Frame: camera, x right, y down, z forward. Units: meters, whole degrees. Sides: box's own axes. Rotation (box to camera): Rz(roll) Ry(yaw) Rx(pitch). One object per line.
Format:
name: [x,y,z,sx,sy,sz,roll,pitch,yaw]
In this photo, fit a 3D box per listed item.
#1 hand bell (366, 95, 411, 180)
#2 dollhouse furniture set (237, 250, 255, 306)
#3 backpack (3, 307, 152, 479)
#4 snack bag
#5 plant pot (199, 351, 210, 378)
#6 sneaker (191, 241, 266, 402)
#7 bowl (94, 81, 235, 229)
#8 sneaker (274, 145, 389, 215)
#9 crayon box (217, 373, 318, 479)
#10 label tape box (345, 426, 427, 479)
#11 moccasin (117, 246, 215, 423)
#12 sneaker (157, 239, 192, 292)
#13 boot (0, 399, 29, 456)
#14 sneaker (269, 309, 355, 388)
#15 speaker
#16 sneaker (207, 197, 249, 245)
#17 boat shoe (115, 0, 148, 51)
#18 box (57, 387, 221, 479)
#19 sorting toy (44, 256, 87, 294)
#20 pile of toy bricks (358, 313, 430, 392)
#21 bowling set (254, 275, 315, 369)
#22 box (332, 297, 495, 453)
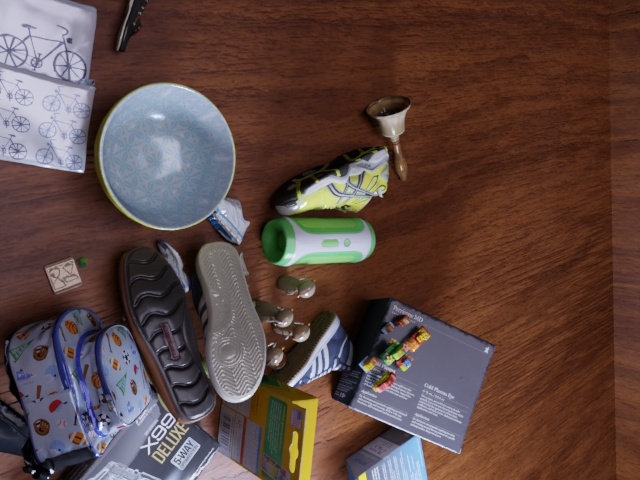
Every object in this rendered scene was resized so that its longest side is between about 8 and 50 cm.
hand bell: [0.216,-0.278,1.754,0.126,0.126,0.242,-40,132,-29]
dollhouse furniture set: [-0.207,0.099,1.440,0.058,0.076,0.152,-29,113,-35]
backpack: [-0.451,0.258,1.133,0.213,0.276,0.264,-26,93,-4]
snack bag: [-0.572,-0.317,1.118,0.323,0.037,0.343,9,89,-39]
plant pot: [-0.302,0.297,1.389,0.079,0.083,0.083,-26,111,-22]
sneaker: [-0.207,0.185,1.340,0.131,0.148,0.350,-2,67,-21]
bowl: [-0.336,-0.169,1.251,0.289,0.156,0.290,-5,97,-39]
sneaker: [0.052,-0.131,1.587,0.384,0.145,0.147,-26,110,-33]
crayon box: [-0.113,0.431,1.393,0.083,0.322,0.203,5,92,-40]
label tape box: [0.165,0.734,1.798,0.333,0.105,0.241,-22,108,-35]
moccasin: [-0.334,0.198,1.291,0.139,0.147,0.380,-29,99,-36]
sneaker: [-0.333,0.065,1.349,0.058,0.052,0.135,-32,114,-28]
boot: [-0.643,0.380,1.097,0.207,0.094,0.246,-51,122,-24]
sneaker: [-0.012,0.337,1.613,0.282,0.099,0.153,-49,121,-28]
speaker: [0.000,0.000,1.567,0.296,0.131,0.131,-1,96,-40]
sneaker: [-0.230,-0.079,1.415,0.083,0.071,0.191,-57,134,-28]
boat shoe: [-0.386,-0.444,1.249,0.042,0.049,0.133,21,77,-31]
box: [-0.400,0.502,1.323,0.307,0.076,0.242,-52,123,-23]
sorting toy: [-0.505,0.066,1.230,0.083,0.012,0.062,-24,105,-32]
pile of toy bricks: [0.195,0.280,1.554,0.212,0.105,0.118,-42,93,-16]
bowling set: [-0.096,0.232,1.496,0.287,0.154,0.200,-42,119,-28]
box: [0.259,0.370,1.705,0.343,0.179,0.313,26,78,-10]
